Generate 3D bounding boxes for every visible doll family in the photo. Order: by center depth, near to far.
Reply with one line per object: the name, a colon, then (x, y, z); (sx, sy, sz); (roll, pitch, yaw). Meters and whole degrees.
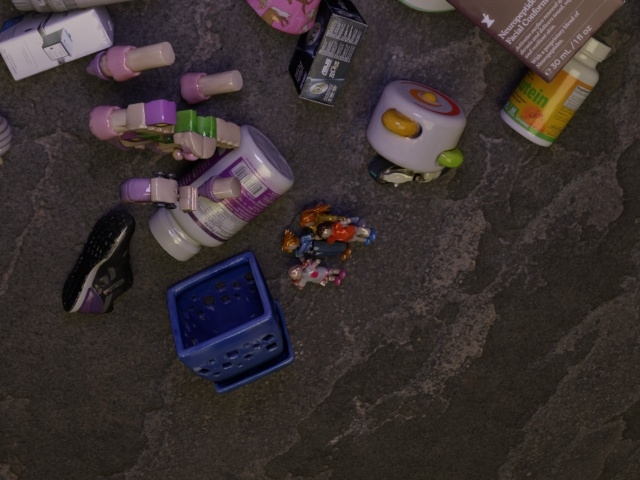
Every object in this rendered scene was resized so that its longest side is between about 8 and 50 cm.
doll family: (0.000, 0.000, 2.071); (0.163, 0.118, 0.263); (8, 139, -25)

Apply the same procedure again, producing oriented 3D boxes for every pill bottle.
pill bottle: (-0.217, -0.093, 1.908); (0.301, 0.169, 0.169); (-38, 123, 14)
pill bottle: (0.511, -0.338, 1.929); (0.136, 0.136, 0.246); (21, 116, -24)

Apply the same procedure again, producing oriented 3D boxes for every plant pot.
plant pot: (-0.199, 0.204, 2.080); (0.236, 0.236, 0.212); (-26, 132, 4)

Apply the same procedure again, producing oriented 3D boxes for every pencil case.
pencil case: (0.004, -0.559, 1.604); (0.160, 0.167, 0.386); (1, 142, -36)

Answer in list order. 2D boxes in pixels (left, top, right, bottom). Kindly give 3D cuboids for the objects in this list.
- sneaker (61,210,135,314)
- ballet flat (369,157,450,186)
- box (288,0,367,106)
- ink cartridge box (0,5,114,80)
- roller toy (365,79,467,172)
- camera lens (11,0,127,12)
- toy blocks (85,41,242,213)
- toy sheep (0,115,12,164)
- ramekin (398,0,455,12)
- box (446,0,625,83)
sneaker: (-0.467, 0.051, 2.006); (0.124, 0.107, 0.283); (15, 123, -38)
ballet flat: (0.212, -0.156, 2.023); (0.203, 0.074, 0.074); (-5, 124, -10)
box: (0.010, -0.383, 1.779); (0.077, 0.147, 0.180); (13, 120, -21)
ink cartridge box: (-0.492, -0.386, 1.668); (0.190, 0.140, 0.082); (-21, 123, 1)
roller toy: (0.202, -0.248, 1.885); (0.209, 0.191, 0.146); (11, 120, -22)
camera lens: (-0.408, -0.518, 1.550); (0.274, 0.219, 0.219); (-11, 125, -6)
toy blocks: (-0.328, -0.195, 1.717); (0.260, 0.309, 0.288); (-4, 174, 28)
toy sheep: (-0.656, -0.210, 1.779); (0.091, 0.091, 0.132); (-16, 125, -2)
ramekin: (0.217, -0.583, 1.691); (0.303, 0.148, 0.303); (-6, 124, -9)
box: (0.314, -0.470, 1.535); (0.381, 0.143, 0.191); (36, 118, -7)
